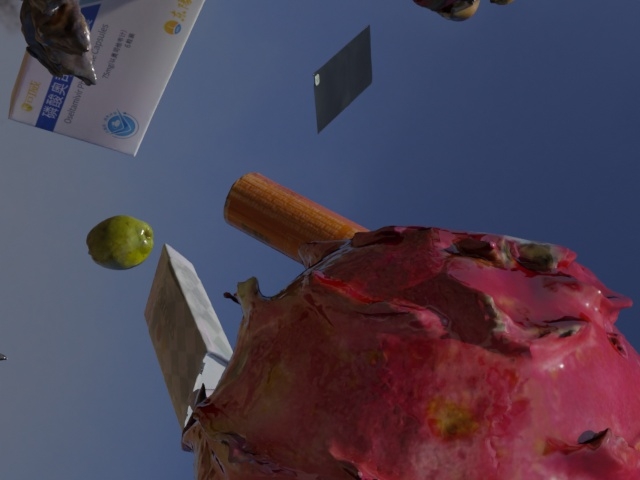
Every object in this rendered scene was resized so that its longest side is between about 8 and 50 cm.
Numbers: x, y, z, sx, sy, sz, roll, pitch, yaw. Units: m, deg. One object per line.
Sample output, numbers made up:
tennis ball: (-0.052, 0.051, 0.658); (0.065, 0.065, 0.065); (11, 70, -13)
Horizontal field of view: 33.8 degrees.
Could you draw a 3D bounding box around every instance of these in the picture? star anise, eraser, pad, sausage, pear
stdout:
star anise: (-0.290, -0.251, 1.067); (0.065, 0.182, 0.195); (-28, -136, -13)
eraser: (-0.246, 0.189, 1.953); (0.397, 0.082, 0.213); (-125, -132, -57)
pad: (0.040, -0.273, 1.771); (0.193, 0.004, 0.116); (-48, 145, -42)
sausage: (0.000, 0.000, 1.184); (0.234, 0.071, 0.071); (28, -84, 25)
pear: (-0.387, 0.006, 2.032); (0.131, 0.107, 0.107); (-18, -140, 9)

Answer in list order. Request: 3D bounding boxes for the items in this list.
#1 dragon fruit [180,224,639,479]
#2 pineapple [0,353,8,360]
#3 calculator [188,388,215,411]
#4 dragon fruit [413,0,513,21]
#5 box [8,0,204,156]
dragon fruit: (0.087, 0.109, 0.812); (0.371, 0.386, 0.249); (-37, 137, -76)
pineapple: (-0.434, 0.113, 1.095); (0.047, 0.221, 0.221); (95, 7, -68)
calculator: (-0.134, 0.256, 1.498); (0.032, 0.175, 0.100); (-38, -106, 6)
dragon fruit: (0.131, -0.383, 1.193); (0.250, 0.269, 0.291); (-42, -112, -2)
box: (-0.305, -0.283, 1.496); (0.065, 0.200, 0.343); (-94, -152, -44)
